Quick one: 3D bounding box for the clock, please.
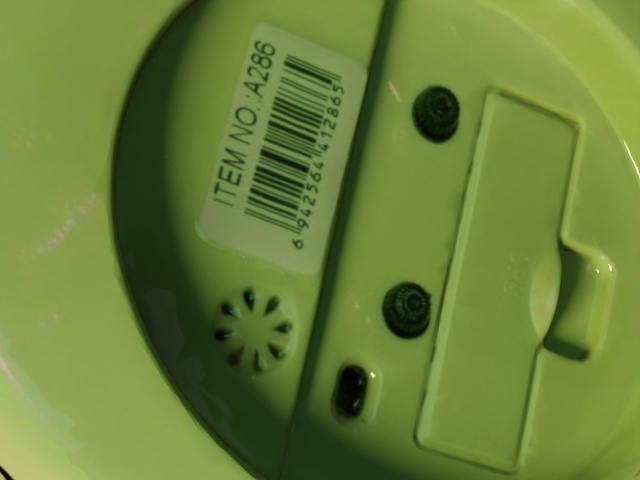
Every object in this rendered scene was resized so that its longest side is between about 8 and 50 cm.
[{"bbox_3d":[0.000,0.000,0.492,0.309,0.114,0.284,20,75,-23],"label":"clock"}]
